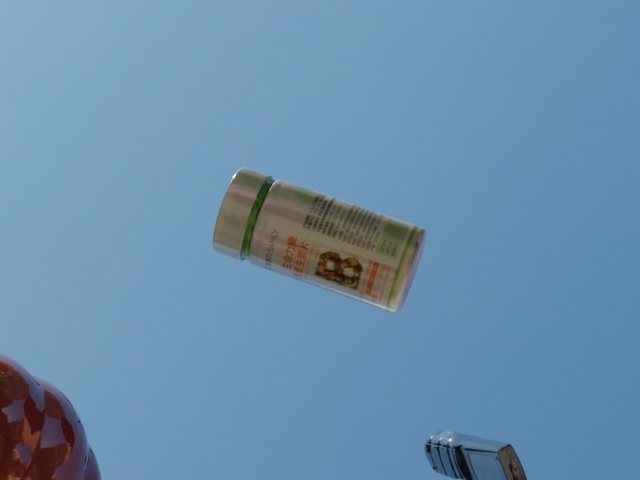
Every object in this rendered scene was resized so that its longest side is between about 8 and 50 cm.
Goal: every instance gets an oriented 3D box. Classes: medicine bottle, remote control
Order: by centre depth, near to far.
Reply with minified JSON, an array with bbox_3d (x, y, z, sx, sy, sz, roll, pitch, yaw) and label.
[{"bbox_3d":[0.125,0.182,1.133,0.027,0.152,0.043,-18,-87,-20],"label":"remote control"},{"bbox_3d":[0.000,0.000,1.270,0.183,0.086,0.086,18,-85,8],"label":"medicine bottle"}]

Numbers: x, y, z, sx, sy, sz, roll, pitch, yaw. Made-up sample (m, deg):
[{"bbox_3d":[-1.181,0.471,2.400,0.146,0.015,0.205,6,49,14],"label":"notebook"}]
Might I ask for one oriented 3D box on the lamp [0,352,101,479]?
[{"bbox_3d":[-0.125,0.085,0.448,0.107,0.107,0.092,-59,-147,11],"label":"lamp"}]
